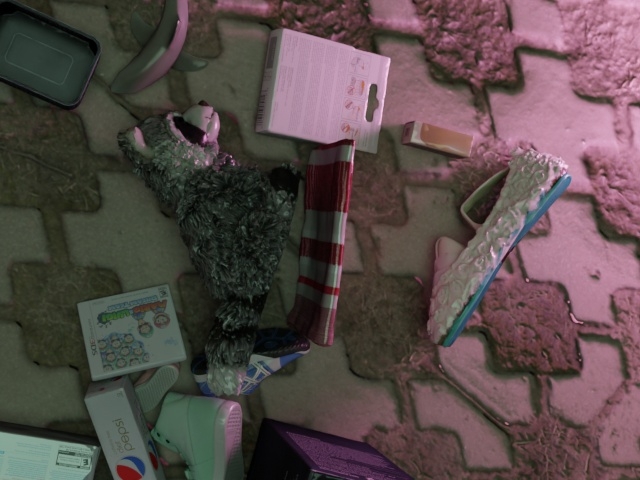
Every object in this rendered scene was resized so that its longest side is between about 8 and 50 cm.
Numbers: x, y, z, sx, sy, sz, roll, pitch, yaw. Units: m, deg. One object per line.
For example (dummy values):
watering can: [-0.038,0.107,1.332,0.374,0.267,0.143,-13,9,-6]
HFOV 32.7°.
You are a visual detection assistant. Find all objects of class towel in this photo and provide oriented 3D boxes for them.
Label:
towel: [0.000,0.000,1.807,0.037,0.237,0.329,7,90,-13]

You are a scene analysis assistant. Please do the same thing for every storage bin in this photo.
storage bin: [-0.459,-0.300,1.773,0.180,0.084,0.122,23,87,-12]

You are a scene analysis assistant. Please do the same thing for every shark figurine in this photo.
shark figurine: [-0.256,-0.379,1.805,0.166,0.116,0.278,2,93,-14]

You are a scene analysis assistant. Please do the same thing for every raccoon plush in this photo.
raccoon plush: [-0.213,-0.001,1.749,0.299,0.216,0.446,15,73,-7]

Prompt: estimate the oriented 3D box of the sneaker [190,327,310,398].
sneaker: [-0.118,0.213,1.879,0.211,0.080,0.081,-16,118,-13]

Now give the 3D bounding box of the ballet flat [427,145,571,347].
ballet flat: [0.288,0.002,1.947,0.147,0.147,0.409,39,80,-11]

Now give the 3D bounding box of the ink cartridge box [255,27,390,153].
ink cartridge box: [0.005,-0.257,1.909,0.225,0.056,0.181,9,89,-32]

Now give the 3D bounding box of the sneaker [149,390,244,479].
sneaker: [-0.215,0.371,1.860,0.151,0.094,0.255,13,112,21]

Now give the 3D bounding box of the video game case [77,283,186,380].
video game case: [-0.314,0.151,1.813,0.157,0.019,0.143,-12,60,-12]

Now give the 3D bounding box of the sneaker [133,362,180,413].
sneaker: [-0.284,0.238,1.851,0.051,0.070,0.134,39,113,-20]

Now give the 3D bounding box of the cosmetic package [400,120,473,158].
cosmetic package: [0.208,-0.179,1.942,0.115,0.060,0.041,13,88,-14]

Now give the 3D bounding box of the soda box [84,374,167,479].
soda box: [-0.320,0.333,1.803,0.069,0.074,0.216,-17,105,1]

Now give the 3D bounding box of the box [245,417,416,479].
box: [-0.002,0.481,1.739,0.212,0.395,0.293,16,89,-14]

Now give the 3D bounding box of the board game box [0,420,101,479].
board game box: [-0.498,0.459,1.779,0.224,0.097,0.303,12,87,-12]
